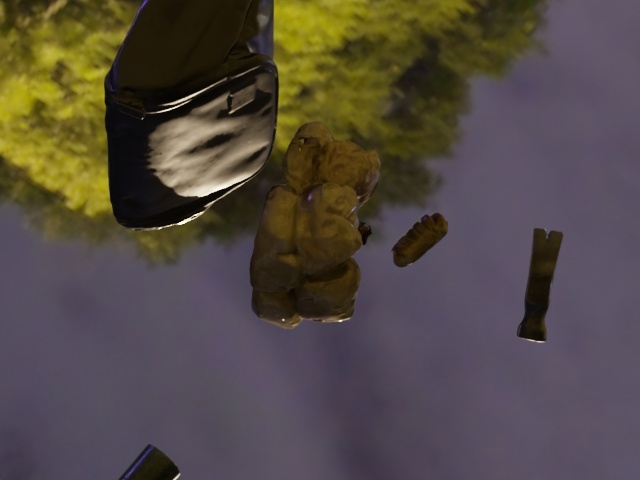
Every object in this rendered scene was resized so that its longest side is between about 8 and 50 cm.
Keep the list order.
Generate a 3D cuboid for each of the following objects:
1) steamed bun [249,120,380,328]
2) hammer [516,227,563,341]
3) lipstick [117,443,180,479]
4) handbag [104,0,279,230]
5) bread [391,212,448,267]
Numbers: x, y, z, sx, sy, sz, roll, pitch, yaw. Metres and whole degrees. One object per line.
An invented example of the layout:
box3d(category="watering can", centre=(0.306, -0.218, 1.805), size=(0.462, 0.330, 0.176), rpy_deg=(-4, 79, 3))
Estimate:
box3d(category="steamed bun", centre=(0.000, 0.000, 1.328), size=(0.106, 0.192, 0.177), rpy_deg=(16, -139, 5))
box3d(category="hammer", centre=(0.225, 0.033, 1.357), size=(0.029, 0.103, 0.246), rpy_deg=(9, -173, 10))
box3d(category="lipstick", centre=(-0.262, 0.339, 1.570), size=(0.053, 0.053, 0.234), rpy_deg=(43, -115, 3))
box3d(category="handbag", centre=(-0.135, -0.163, 1.539), size=(0.178, 0.302, 0.275), rpy_deg=(11, -124, 0))
box3d(category="bread", centre=(0.123, -0.003, 1.702), size=(0.033, 0.088, 0.049), rpy_deg=(51, 175, -21))
